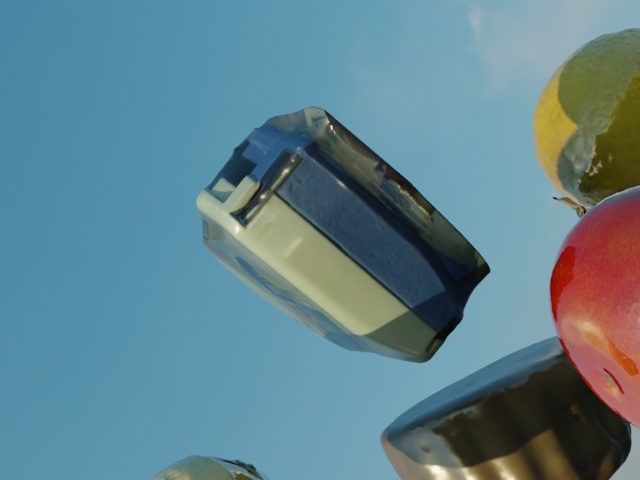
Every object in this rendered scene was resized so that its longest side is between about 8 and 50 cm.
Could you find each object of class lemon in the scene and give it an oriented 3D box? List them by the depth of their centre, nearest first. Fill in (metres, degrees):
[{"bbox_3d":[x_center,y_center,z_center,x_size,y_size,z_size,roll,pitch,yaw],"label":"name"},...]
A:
[{"bbox_3d":[0.438,-0.176,1.444,0.320,0.245,0.245,-50,-31,-32],"label":"lemon"}]

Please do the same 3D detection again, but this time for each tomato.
[{"bbox_3d":[0.244,0.055,0.684,0.136,0.195,0.195,-36,-34,-12],"label":"tomato"}]

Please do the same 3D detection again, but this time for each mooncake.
[{"bbox_3d":[0.228,0.237,1.216,0.290,0.161,0.290,-26,-4,-2],"label":"mooncake"}]

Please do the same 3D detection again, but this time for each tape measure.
[{"bbox_3d":[0.000,0.001,0.996,0.259,0.262,0.138,42,-102,-25],"label":"tape measure"}]

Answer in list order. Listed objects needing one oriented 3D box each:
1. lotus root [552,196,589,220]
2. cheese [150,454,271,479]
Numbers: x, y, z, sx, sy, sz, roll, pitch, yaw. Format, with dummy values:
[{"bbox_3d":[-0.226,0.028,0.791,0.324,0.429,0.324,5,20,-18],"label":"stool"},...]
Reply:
[{"bbox_3d":[0.519,-0.074,1.619,0.154,0.278,0.154,54,-155,-41],"label":"lotus root"},{"bbox_3d":[-0.099,0.312,0.892,0.316,0.128,0.259,177,94,-75],"label":"cheese"}]
